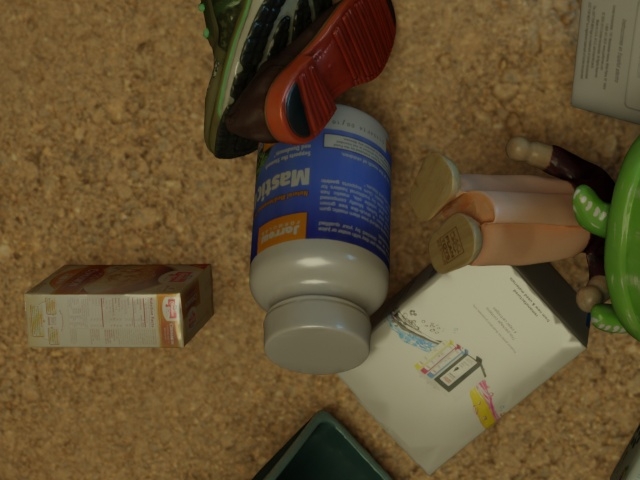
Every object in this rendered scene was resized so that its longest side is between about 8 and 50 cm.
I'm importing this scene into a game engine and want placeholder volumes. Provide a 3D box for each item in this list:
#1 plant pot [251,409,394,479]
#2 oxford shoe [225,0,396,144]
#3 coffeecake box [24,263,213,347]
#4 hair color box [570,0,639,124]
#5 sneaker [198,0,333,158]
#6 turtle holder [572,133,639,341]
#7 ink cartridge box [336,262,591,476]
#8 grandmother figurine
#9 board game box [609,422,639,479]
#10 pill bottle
[{"bbox_3d":[-0.036,0.402,1.855,0.247,0.248,0.252,46,124,-2],"label":"plant pot"},{"bbox_3d":[-0.008,-0.197,1.721,0.098,0.271,0.097,-1,122,37],"label":"oxford shoe"},{"bbox_3d":[-0.232,0.075,1.863,0.185,0.142,0.068,0,102,10],"label":"coffeecake box"},{"bbox_3d":[0.454,-0.190,1.616,0.374,0.113,0.185,18,139,19],"label":"hair color box"},{"bbox_3d":[-0.086,-0.297,1.785,0.182,0.158,0.410,24,111,38],"label":"sneaker"},{"bbox_3d":[0.403,0.027,1.569,0.227,0.243,0.320,15,118,37],"label":"turtle holder"},{"bbox_3d":[0.160,0.110,1.782,0.232,0.171,0.168,-42,92,17],"label":"ink cartridge box"},{"bbox_3d":[0.264,-0.023,1.680,0.104,0.342,0.208,-30,69,52],"label":"grandmother figurine"},{"bbox_3d":[0.490,0.209,1.780,0.224,0.097,0.303,27,106,4],"label":"board game box"},{"bbox_3d":[0.000,0.000,1.728,0.152,0.152,0.272,-5,58,12],"label":"pill bottle"}]
